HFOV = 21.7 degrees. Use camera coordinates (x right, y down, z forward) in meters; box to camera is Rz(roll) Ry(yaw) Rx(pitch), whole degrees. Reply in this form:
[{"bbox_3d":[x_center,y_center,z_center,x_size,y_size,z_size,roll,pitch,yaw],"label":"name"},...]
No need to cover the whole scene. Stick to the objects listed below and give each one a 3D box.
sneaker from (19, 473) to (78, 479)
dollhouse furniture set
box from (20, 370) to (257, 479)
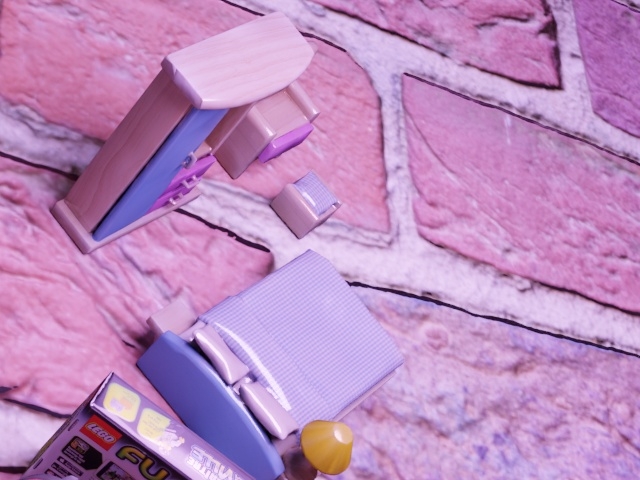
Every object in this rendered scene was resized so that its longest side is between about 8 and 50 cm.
[{"bbox_3d":[-0.121,0.277,1.057,0.276,0.097,0.135,41,41,0],"label":"sneaker"},{"bbox_3d":[0.000,0.000,1.304,0.303,0.198,0.286,51,42,7],"label":"dollhouse furniture set"},{"bbox_3d":[-0.092,0.188,1.140,0.207,0.114,0.036,38,41,-7],"label":"box"}]
